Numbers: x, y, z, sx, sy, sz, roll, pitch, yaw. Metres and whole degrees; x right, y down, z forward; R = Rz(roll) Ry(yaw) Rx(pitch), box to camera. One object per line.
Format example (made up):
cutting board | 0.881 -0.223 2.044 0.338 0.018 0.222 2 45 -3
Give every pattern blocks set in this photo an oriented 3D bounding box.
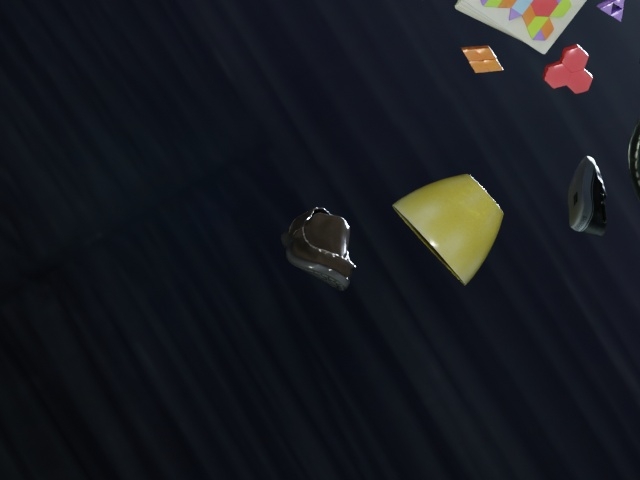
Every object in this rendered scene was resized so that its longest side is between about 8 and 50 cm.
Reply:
pattern blocks set | 0.323 -0.386 2.414 0.026 0.325 0.285 -99 28 -64

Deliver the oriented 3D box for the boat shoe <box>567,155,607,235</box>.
boat shoe | 0.335 -0.052 1.907 0.049 0.040 0.142 -59 9 37

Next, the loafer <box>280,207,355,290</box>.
loafer | 0.000 0.000 1.992 0.078 0.080 0.220 -58 20 6

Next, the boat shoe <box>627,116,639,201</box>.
boat shoe | 0.327 -0.076 1.147 0.156 0.186 0.500 -3 3 -11

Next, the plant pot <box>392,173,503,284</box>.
plant pot | 0.168 -0.026 1.887 0.095 0.134 0.134 -42 2 0
